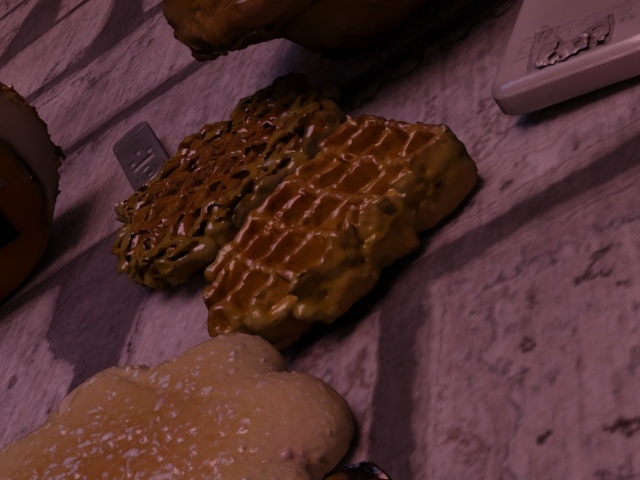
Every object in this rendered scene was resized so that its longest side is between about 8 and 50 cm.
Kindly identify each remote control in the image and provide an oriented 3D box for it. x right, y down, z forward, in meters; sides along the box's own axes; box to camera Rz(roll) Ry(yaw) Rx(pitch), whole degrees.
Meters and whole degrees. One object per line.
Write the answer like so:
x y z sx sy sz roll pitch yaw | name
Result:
-0.177 -0.075 1.452 0.050 0.027 0.184 -43 29 3 | remote control

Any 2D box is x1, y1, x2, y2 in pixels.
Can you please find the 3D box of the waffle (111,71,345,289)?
-0.086 -0.057 1.249 0.254 0.052 0.245 -42 22 -3 | waffle

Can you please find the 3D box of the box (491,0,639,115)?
0.217 -0.204 1.042 0.142 0.044 0.285 -19 33 38 | box

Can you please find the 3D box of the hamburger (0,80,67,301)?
-0.417 -0.052 1.473 0.294 0.276 0.179 -36 35 4 | hamburger

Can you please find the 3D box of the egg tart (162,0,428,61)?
0.043 -0.313 1.293 0.443 0.178 0.443 -42 20 19 | egg tart

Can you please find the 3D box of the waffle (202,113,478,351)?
0.000 0.000 1.010 0.211 0.055 0.160 -46 23 -15 | waffle

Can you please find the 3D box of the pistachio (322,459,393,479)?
-0.007 0.194 0.715 0.173 0.049 0.089 -55 22 -12 | pistachio

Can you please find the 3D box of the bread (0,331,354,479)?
-0.124 0.168 0.866 0.316 0.054 0.316 -23 29 13 | bread
